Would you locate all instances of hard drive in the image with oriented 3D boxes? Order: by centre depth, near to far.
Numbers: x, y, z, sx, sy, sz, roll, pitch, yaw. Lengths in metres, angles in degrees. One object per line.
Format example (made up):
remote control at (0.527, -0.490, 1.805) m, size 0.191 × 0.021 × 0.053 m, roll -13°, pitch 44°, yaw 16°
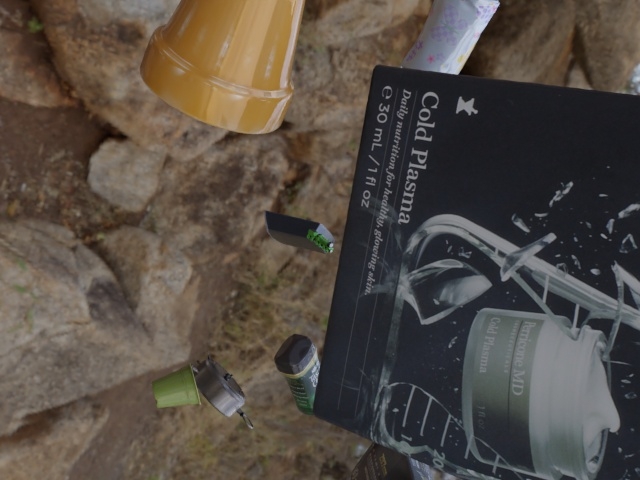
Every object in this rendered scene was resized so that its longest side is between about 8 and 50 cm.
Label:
hard drive at (-0.057, -0.018, 2.171) m, size 0.254 × 0.172 × 0.054 m, roll 50°, pitch 55°, yaw -76°

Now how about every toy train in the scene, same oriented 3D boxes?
toy train at (0.000, 0.000, 1.681) m, size 0.083 × 0.017 × 0.023 m, roll 36°, pitch -66°, yaw 44°

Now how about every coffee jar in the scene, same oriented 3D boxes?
coffee jar at (-0.034, 0.296, 1.770) m, size 0.096 × 0.079 × 0.184 m, roll -54°, pitch 136°, yaw -35°

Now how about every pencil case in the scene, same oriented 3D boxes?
pencil case at (0.246, -0.399, 1.621) m, size 0.113 × 0.124 × 0.273 m, roll -31°, pitch 155°, yaw -55°

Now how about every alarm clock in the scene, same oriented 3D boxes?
alarm clock at (-0.206, 0.331, 1.736) m, size 0.064 × 0.192 × 0.129 m, roll -39°, pitch 179°, yaw -2°

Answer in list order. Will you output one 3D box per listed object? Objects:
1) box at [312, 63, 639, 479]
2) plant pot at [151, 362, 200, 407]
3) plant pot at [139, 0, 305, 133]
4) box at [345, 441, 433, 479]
box at (0.289, 0.055, 1.013) m, size 0.297 × 0.472 × 0.479 m, roll -2°, pitch 104°, yaw -56°
plant pot at (-0.274, 0.280, 1.504) m, size 0.083 × 0.079 × 0.083 m, roll 165°, pitch -90°, yaw -77°
plant pot at (-0.111, -0.274, 1.056) m, size 0.205 × 0.205 × 0.187 m, roll -73°, pitch -171°, yaw -62°
box at (0.125, 0.458, 1.478) m, size 0.183 × 0.059 × 0.232 m, roll -56°, pitch -165°, yaw 15°
